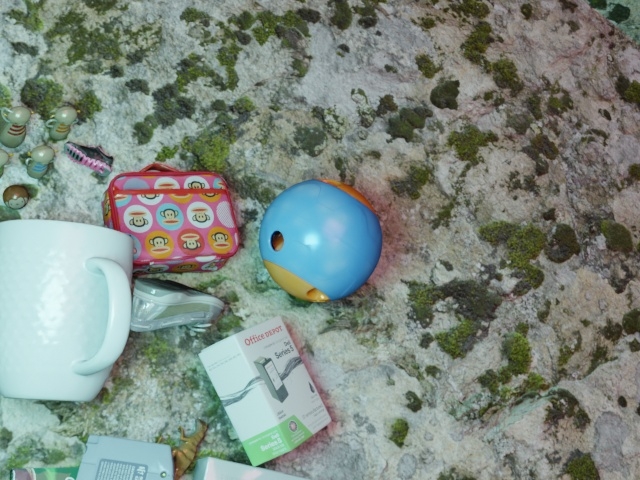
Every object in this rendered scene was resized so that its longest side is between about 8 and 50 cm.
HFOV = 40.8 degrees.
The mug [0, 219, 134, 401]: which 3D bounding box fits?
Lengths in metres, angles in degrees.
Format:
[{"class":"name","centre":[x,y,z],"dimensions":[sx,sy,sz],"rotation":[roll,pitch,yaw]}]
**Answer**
[{"class":"mug","centre":[-0.484,0.143,1.658],"dimensions":[0.276,0.374,0.328],"rotation":[14,74,-45]}]

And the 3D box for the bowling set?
[{"class":"bowling set","centre":[-0.633,-0.181,1.822],"dimensions":[0.287,0.154,0.200],"rotation":[-13,78,-30]}]

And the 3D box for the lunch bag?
[{"class":"lunch bag","centre":[-0.344,-0.056,1.955],"dimensions":[0.293,0.120,0.258],"rotation":[-4,70,-30]}]

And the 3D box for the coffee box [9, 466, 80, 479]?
[{"class":"coffee box","centre":[-0.519,0.504,1.698],"dimensions":[0.184,0.040,0.113],"rotation":[8,68,-25]}]

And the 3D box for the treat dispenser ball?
[{"class":"treat dispenser ball","centre":[0.000,0.000,2.004],"dimensions":[0.288,0.288,0.288],"rotation":[9,68,-24]}]

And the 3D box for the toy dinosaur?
[{"class":"toy dinosaur","centre":[-0.300,0.464,1.814],"dimensions":[0.112,0.064,0.211],"rotation":[31,61,-16]}]

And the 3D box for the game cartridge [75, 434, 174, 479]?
[{"class":"game cartridge","centre":[-0.386,0.530,1.654],"dimensions":[0.196,0.060,0.294],"rotation":[7,60,4]}]

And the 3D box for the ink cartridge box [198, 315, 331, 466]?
[{"class":"ink cartridge box","centre":[-0.119,0.323,1.886],"dimensions":[0.198,0.115,0.273],"rotation":[-17,79,-62]}]

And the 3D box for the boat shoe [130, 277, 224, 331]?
[{"class":"boat shoe","centre":[-0.306,0.146,1.829],"dimensions":[0.118,0.320,0.103],"rotation":[19,89,17]}]

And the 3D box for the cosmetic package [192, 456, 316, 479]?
[{"class":"cosmetic package","centre":[-0.153,0.670,1.795],"dimensions":[0.284,0.097,0.377],"rotation":[18,65,-19]}]

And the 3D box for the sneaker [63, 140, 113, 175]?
[{"class":"sneaker","centre":[-0.523,-0.196,1.953],"dimensions":[0.119,0.047,0.057],"rotation":[31,54,-23]}]
